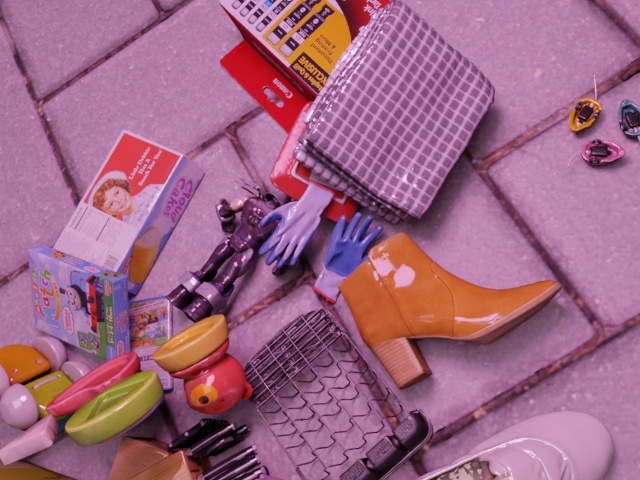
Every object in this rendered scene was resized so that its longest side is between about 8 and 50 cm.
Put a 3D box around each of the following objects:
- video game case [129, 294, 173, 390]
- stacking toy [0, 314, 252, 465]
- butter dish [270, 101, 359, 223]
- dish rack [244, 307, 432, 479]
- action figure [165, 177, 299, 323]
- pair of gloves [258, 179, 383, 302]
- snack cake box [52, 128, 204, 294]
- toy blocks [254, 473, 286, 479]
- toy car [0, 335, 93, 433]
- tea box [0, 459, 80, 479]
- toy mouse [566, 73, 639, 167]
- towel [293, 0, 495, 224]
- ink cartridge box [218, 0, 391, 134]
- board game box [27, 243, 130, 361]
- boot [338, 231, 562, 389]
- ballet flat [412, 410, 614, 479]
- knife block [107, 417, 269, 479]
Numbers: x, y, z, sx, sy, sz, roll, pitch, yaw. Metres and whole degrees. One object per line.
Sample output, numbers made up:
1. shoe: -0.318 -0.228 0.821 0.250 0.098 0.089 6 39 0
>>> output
1. video game case: -0.316 0.186 1.140 0.119 0.015 0.166 -11 70 14
2. stacking toy: -0.271 0.257 0.947 0.309 0.279 0.130 -24 101 25
3. butter dish: -0.003 -0.126 1.100 0.160 0.118 0.159 28 79 -19
4. dish rack: 0.010 0.250 0.992 0.208 0.074 0.271 -41 64 0
5. action figure: -0.138 0.014 1.104 0.185 0.099 0.285 36 82 31
6. pair of gloves: 0.000 0.000 1.041 0.198 0.023 0.159 33 92 -17
7. snack cake box: -0.351 -0.054 1.190 0.152 0.089 0.264 24 80 24
8. toy blocks: -0.201 0.445 0.845 0.260 0.288 0.308 27 98 17
9. toy car: -0.493 0.264 1.113 0.182 0.159 0.136 31 118 23
10. tea box: -0.556 0.513 0.994 0.324 0.220 0.328 11 76 21
11. toy mouse: 0.456 -0.163 1.011 0.143 0.031 0.161 30 83 23
12. towel: 0.118 -0.191 1.006 0.283 0.235 0.121 -59 22 -8
13. ink cartridge box: -0.027 -0.358 1.170 0.272 0.130 0.309 -43 66 0
14. board game box: -0.422 0.110 1.129 0.212 0.039 0.160 16 115 28
15. boot: 0.183 0.068 0.980 0.295 0.104 0.211 -31 66 9
16. ballet flat: 0.208 0.347 0.864 0.400 0.139 0.139 -24 67 8
17. knife block: -0.209 0.402 0.996 0.242 0.088 0.275 13 76 21
